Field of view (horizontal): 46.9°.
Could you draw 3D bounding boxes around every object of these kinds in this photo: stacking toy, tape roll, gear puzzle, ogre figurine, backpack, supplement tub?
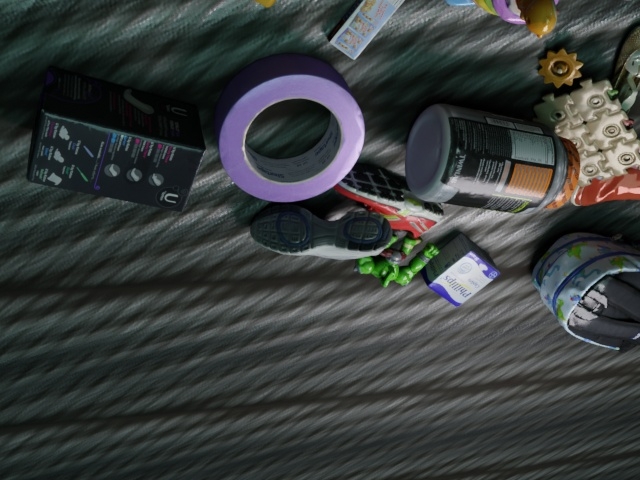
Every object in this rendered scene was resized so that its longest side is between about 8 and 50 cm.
[{"bbox_3d":[0.297,-0.391,1.110,0.166,0.301,0.175,-6,130,-2],"label":"stacking toy"},{"bbox_3d":[-0.060,-0.208,1.394,0.275,0.090,0.274,-8,130,-9],"label":"tape roll"},{"bbox_3d":[0.540,-0.260,1.528,0.176,0.044,0.339,-19,125,36],"label":"gear puzzle"},{"bbox_3d":[0.154,0.035,1.654,0.197,0.097,0.118,8,115,-36],"label":"ogre figurine"},{"bbox_3d":[0.692,0.123,1.800,0.356,0.273,0.290,0,135,-44],"label":"backpack"},{"bbox_3d":[0.346,-0.157,1.483,0.316,0.193,0.193,7,126,-21],"label":"supplement tub"}]

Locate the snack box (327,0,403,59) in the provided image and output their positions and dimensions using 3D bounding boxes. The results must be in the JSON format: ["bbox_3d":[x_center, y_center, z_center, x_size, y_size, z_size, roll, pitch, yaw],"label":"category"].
[{"bbox_3d":[0.092,-0.409,1.313,0.064,0.022,0.178,27,117,-33],"label":"snack box"}]

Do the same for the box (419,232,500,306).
[{"bbox_3d":[0.329,0.072,1.748,0.137,0.072,0.126,-42,127,20],"label":"box"}]

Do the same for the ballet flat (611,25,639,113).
[{"bbox_3d":[0.633,-0.331,1.502,0.073,0.067,0.206,-3,129,-13],"label":"ballet flat"}]

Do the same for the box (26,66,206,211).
[{"bbox_3d":[-0.355,-0.173,1.287,0.271,0.165,0.143,11,124,-24],"label":"box"}]

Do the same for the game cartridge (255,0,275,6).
[{"bbox_3d":[-0.104,-0.524,1.079,0.285,0.052,0.324,21,141,-29],"label":"game cartridge"}]

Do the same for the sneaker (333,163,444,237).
[{"bbox_3d":[0.133,-0.069,1.557,0.279,0.107,0.118,20,127,-28],"label":"sneaker"}]

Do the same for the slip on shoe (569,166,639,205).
[{"bbox_3d":[0.722,-0.141,1.665,0.332,0.101,0.123,-13,133,-4],"label":"slip on shoe"}]

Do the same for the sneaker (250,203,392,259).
[{"bbox_3d":[0.000,0.000,1.548,0.297,0.110,0.129,7,160,7],"label":"sneaker"}]
